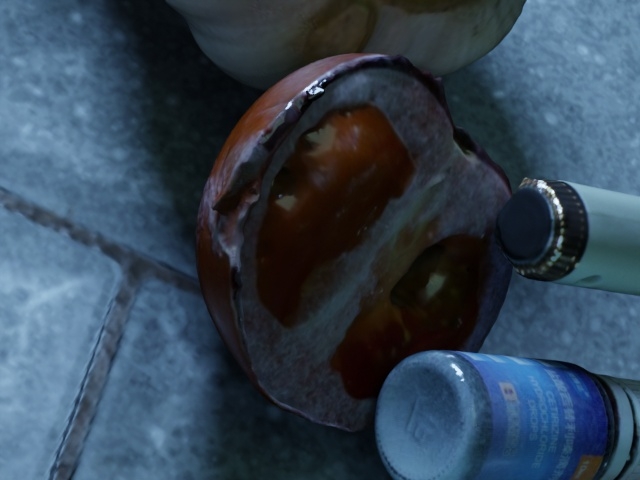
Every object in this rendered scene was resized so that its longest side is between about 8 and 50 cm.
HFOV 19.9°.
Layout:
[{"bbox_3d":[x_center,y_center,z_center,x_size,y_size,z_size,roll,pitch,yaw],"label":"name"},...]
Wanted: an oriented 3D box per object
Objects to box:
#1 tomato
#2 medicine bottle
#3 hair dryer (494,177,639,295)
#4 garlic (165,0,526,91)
[{"bbox_3d":[0.000,0.000,1.033,0.199,0.112,0.228,-53,131,-19],"label":"tomato"},{"bbox_3d":[0.127,0.109,1.058,0.203,0.083,0.083,8,62,-44],"label":"medicine bottle"},{"bbox_3d":[0.233,0.007,1.123,0.362,0.128,0.203,9,62,-39],"label":"hair dryer"},{"bbox_3d":[0.022,-0.182,1.114,0.281,0.184,0.203,-27,50,-17],"label":"garlic"}]
